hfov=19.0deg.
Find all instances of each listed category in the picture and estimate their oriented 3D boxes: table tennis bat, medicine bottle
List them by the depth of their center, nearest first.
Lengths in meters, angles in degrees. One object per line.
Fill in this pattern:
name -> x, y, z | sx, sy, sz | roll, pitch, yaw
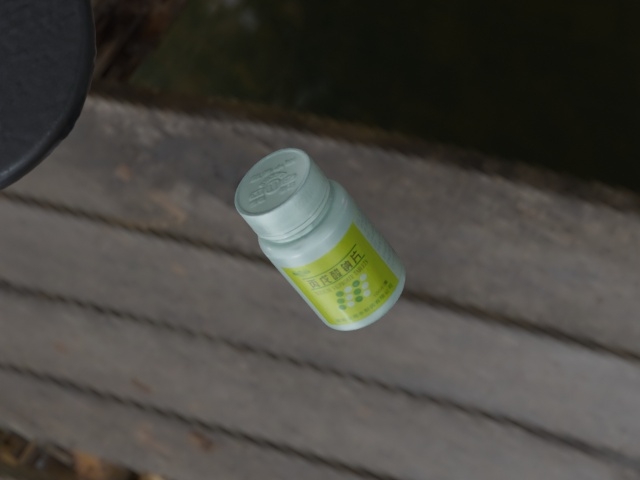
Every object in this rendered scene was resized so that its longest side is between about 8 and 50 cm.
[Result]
table tennis bat -> -0.207, -0.100, 0.780 | 0.236, 0.150, 0.027 | 18, 168, -11
medicine bottle -> 0.000, 0.000, 0.865 | 0.047, 0.047, 0.083 | 1, 143, 41
